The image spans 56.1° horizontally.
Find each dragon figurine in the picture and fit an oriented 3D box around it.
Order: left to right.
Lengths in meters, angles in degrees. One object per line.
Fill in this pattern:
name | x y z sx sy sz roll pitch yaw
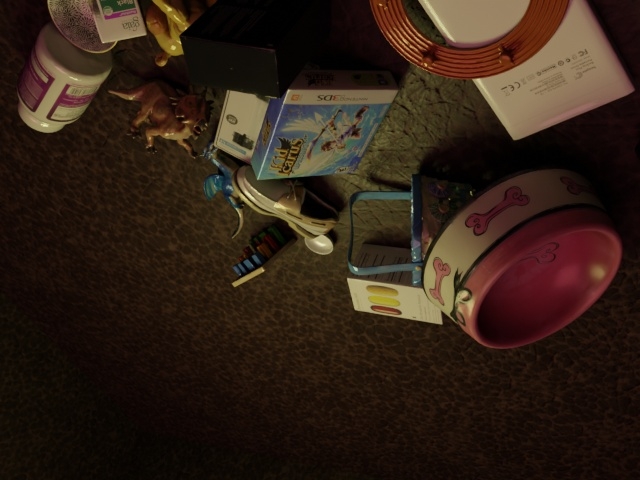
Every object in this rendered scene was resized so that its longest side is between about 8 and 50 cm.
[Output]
dragon figurine | -0.251 -0.148 1.591 0.144 0.085 0.289 22 136 9

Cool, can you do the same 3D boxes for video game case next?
video game case | 0.001 -0.238 1.262 0.244 0.061 0.269 -6 149 -24

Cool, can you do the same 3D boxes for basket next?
basket | 0.206 -0.029 1.349 0.288 0.255 0.201 -6 135 9

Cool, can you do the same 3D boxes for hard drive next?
hard drive | 0.357 -0.358 1.053 0.233 0.047 0.353 -20 122 42

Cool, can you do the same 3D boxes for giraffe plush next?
giraffe plush | -0.283 -0.449 1.224 0.170 0.181 0.210 -4 116 48

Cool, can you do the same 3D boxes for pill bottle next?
pill bottle | -0.642 -0.391 1.478 0.169 0.169 0.301 42 138 -18

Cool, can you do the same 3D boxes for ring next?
ring | 0.237 -0.413 0.998 0.336 0.032 0.337 16 141 14

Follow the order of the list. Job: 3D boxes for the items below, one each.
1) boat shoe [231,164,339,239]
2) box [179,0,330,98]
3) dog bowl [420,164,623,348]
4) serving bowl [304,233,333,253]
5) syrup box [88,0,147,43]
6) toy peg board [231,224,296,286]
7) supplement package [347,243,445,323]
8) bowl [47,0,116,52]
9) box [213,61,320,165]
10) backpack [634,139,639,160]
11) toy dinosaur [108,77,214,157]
boat shoe | -0.080 -0.109 1.505 0.302 0.113 0.103 29 142 -36
box | -0.109 -0.383 1.112 0.184 0.261 0.103 12 138 18
dog bowl | 0.419 0.055 1.217 0.407 0.150 0.408 -13 134 -14
serving bowl | 0.000 0.000 1.663 0.083 0.027 0.083 16 140 14
syrup box | -0.425 -0.526 1.198 0.093 0.096 0.237 -15 118 -8
toy peg board | -0.180 0.037 1.713 0.161 0.160 0.079 -29 101 46
supplement package | 0.212 0.112 1.584 0.244 0.134 0.139 6 136 24
bowl | -0.505 -0.512 1.330 0.170 0.080 0.170 10 133 11
box | -0.129 -0.299 1.356 0.169 0.087 0.290 28 141 -2
backpack | 0.669 -0.162 1.042 0.181 0.115 0.152 21 138 3
toy dinosaur | -0.366 -0.321 1.445 0.295 0.127 0.200 41 126 12
